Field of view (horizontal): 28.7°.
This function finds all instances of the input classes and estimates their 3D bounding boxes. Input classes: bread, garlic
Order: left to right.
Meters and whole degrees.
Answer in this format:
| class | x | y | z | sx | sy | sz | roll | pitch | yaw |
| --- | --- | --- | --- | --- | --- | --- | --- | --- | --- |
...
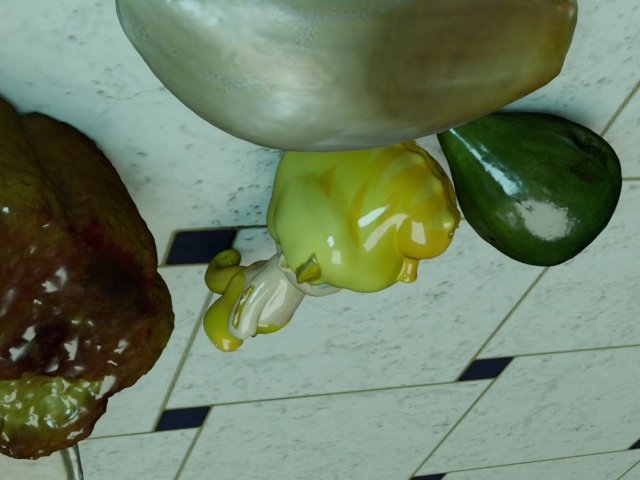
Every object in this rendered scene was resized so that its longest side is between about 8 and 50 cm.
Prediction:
| class | x | y | z | sx | sy | sz | roll | pitch | yaw |
| --- | --- | --- | --- | --- | --- | --- | --- | --- | --- |
| bread | -0.212 | 0.038 | 0.811 | 0.232 | 0.135 | 0.247 | -50 | 141 | 4 |
| garlic | 0.022 | -0.115 | 0.775 | 0.318 | 0.112 | 0.143 | -10 | 149 | -32 |

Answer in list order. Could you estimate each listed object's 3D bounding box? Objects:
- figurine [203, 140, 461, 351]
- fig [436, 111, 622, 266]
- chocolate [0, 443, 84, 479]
| class | x | y | z | sx | sy | sz | roll | pitch | yaw |
| --- | --- | --- | --- | --- | --- | --- | --- | --- | --- |
| figurine | 0.000 | 0.000 | 0.924 | 0.246 | 0.131 | 0.156 | -40 | 177 | 34 |
| fig | 0.144 | -0.049 | 0.936 | 0.177 | 0.117 | 0.117 | 26 | 131 | -36 |
| chocolate | -0.284 | 0.134 | 1.003 | 0.161 | 0.083 | 0.261 | -11 | 121 | -13 |
